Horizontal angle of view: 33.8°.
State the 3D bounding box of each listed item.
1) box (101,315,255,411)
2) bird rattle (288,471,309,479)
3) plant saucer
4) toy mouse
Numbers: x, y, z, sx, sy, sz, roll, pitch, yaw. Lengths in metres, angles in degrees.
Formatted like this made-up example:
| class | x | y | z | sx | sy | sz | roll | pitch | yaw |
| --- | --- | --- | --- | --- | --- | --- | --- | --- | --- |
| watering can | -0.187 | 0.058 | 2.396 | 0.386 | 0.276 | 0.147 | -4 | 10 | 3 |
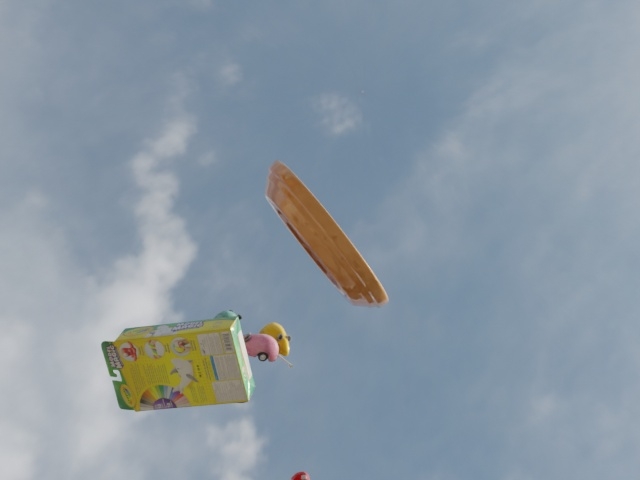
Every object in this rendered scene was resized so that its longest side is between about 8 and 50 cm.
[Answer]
| class | x | y | z | sx | sy | sz | roll | pitch | yaw |
| --- | --- | --- | --- | --- | --- | --- | --- | --- | --- |
| box | -0.180 | 0.157 | 1.322 | 0.179 | 0.043 | 0.105 | -7 | -71 | 13 |
| bird rattle | 0.021 | 0.384 | 1.235 | 0.207 | 0.253 | 0.143 | -20 | -40 | 8 |
| plant saucer | 0.000 | 0.000 | 1.158 | 0.037 | 0.200 | 0.200 | -38 | -85 | -4 |
| toy mouse | -0.098 | 0.124 | 1.409 | 0.143 | 0.161 | 0.031 | 15 | -79 | -32 |
